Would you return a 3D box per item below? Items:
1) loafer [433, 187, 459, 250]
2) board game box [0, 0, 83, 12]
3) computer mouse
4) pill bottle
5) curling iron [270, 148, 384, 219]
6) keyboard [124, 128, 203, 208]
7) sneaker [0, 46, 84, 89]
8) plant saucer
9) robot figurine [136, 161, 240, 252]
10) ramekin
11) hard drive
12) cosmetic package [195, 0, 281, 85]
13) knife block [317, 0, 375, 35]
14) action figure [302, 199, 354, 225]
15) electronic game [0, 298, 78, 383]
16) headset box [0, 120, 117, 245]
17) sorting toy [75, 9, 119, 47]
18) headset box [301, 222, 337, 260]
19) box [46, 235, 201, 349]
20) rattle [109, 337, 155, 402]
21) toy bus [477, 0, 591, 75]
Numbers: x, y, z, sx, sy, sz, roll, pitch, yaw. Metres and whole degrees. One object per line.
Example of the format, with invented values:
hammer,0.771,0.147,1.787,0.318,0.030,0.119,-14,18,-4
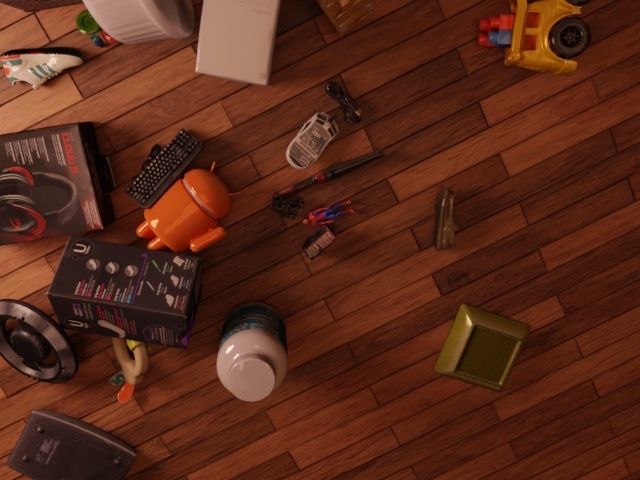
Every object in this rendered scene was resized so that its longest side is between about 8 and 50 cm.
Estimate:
loafer,0.284,-0.048,1.397,0.050,0.056,0.148,0,114,-6
board game box,-0.534,-0.576,1.099,0.141,0.232,0.291,-11,105,-3
computer mouse,-0.003,-0.236,1.331,0.106,0.042,0.193,42,91,-18
pill bottle,-0.142,0.236,1.317,0.146,0.264,0.146,-1,104,-5
curling iron,0.016,-0.129,1.360,0.274,0.035,0.068,-30,109,3
keyboard,-0.333,-0.156,1.293,0.180,0.108,0.023,-49,147,-8
sneaker,-0.553,-0.344,1.253,0.161,0.057,0.075,-4,121,-6
plant saucer,0.392,0.267,1.486,0.188,0.045,0.188,18,102,-9
robot figurine,-0.275,-0.061,1.304,0.219,0.158,0.128,-40,130,5
ramekin,-0.345,-0.483,1.132,0.127,0.273,0.273,-17,105,12
hard drive,-0.574,0.500,1.452,0.255,0.054,0.172,28,100,-11
cosmetic package,-0.148,-0.414,1.177,0.138,0.224,0.224,7,103,-7
knife block,-0.023,-0.561,1.197,0.088,0.242,0.276,-34,149,13
action figure,0.015,-0.058,1.382,0.115,0.030,0.038,-19,110,2
electronic game,-0.619,0.219,1.337,0.229,0.048,0.229,12,126,17
headset box,-0.567,-0.117,1.271,0.293,0.110,0.218,-9,104,-3
sorting toy,-0.437,-0.418,1.251,0.102,0.042,0.061,21,86,2
headset box,0.000,0.000,1.376,0.083,0.062,0.032,-41,104,6
box,-0.393,0.110,1.287,0.270,0.143,0.165,10,146,-5
rattle,-0.400,0.259,1.422,0.130,0.143,0.199,18,121,23
toy bus,0.436,-0.457,1.275,0.211,0.149,0.220,8,101,9
